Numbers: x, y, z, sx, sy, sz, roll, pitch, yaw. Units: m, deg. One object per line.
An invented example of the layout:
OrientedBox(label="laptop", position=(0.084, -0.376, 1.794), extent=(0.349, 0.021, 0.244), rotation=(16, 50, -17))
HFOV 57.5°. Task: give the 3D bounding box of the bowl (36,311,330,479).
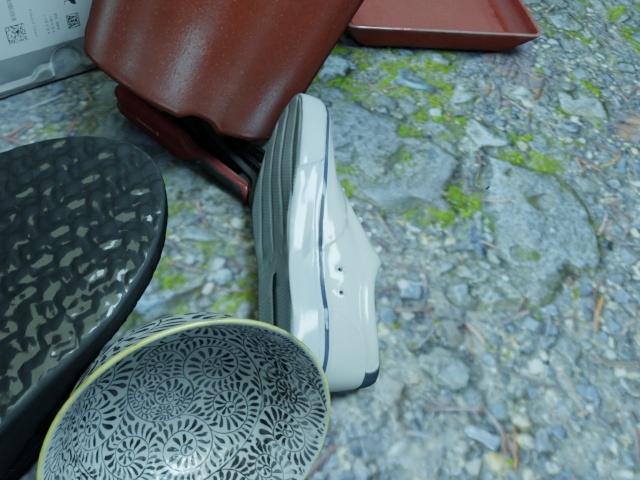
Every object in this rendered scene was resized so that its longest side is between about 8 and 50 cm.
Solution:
OrientedBox(label="bowl", position=(-0.086, 0.107, 0.367), extent=(0.170, 0.170, 0.080), rotation=(-17, 28, -21))

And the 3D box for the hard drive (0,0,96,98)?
OrientedBox(label="hard drive", position=(-0.302, -0.247, 0.537), extent=(0.339, 0.236, 0.064), rotation=(-32, 64, -30))

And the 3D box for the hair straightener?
OrientedBox(label="hair straightener", position=(-0.093, -0.102, 0.578), extent=(0.231, 0.047, 0.089), rotation=(35, 55, 17))

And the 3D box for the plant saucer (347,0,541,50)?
OrientedBox(label="plant saucer", position=(0.138, -0.345, 0.811), extent=(0.259, 0.047, 0.258), rotation=(-2, 53, -10))

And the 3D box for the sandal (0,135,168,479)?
OrientedBox(label="sandal", position=(-0.245, 0.117, 0.360), extent=(0.168, 0.107, 0.445), rotation=(23, 64, 7))

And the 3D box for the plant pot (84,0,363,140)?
OrientedBox(label="plant pot", position=(-0.069, -0.252, 0.524), extent=(0.273, 0.265, 0.272), rotation=(25, 23, -11))

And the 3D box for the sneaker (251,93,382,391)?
OrientedBox(label="sneaker", position=(0.000, 0.000, 0.484), extent=(0.091, 0.094, 0.257), rotation=(13, 65, -28))
